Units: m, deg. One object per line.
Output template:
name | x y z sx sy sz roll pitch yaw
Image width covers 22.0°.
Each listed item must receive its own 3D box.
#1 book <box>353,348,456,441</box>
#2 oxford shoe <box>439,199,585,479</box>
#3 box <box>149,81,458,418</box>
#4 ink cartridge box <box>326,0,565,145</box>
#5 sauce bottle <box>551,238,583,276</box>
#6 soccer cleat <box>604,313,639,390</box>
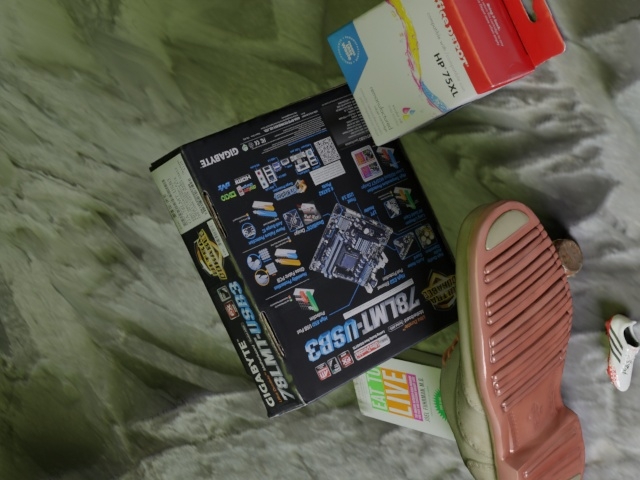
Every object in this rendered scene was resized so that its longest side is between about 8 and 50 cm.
book | 0.103 0.174 1.935 0.144 0.035 0.096 10 119 41
oxford shoe | 0.174 0.125 1.730 0.146 0.140 0.397 24 133 43
box | 0.000 0.000 1.759 0.073 0.295 0.293 -24 91 48
ink cartridge box | 0.127 -0.203 1.699 0.231 0.078 0.134 -26 89 47
sauce bottle | 0.218 0.030 1.741 0.128 0.042 0.042 -22 92 48
soccer cleat | 0.313 0.117 1.695 0.036 0.029 0.083 7 108 48
